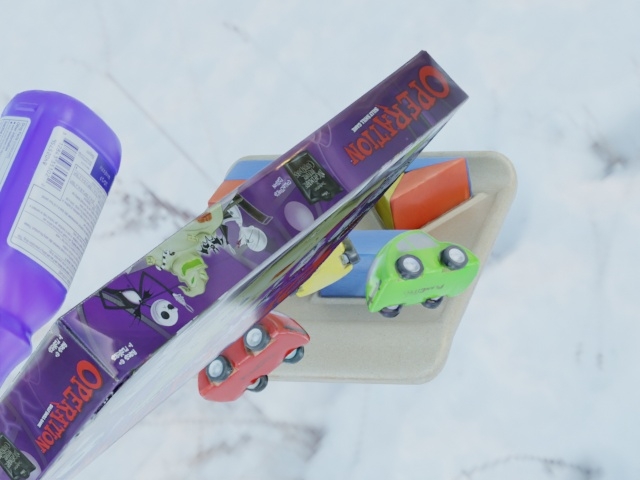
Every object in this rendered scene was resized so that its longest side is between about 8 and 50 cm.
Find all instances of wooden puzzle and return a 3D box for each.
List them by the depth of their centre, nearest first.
[{"bbox_3d":[0.000,0.000,1.616,0.322,0.080,0.348,0,33,19],"label":"wooden puzzle"}]

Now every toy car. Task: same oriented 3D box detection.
[{"bbox_3d":[0.022,0.031,1.339,0.053,0.225,0.239,63,146,29],"label":"toy car"}]

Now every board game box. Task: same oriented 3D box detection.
[{"bbox_3d":[-0.063,0.030,0.957,0.347,0.056,0.208,-40,-2,-46],"label":"board game box"}]

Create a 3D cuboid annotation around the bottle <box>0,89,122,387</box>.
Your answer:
[{"bbox_3d":[-0.262,0.015,1.433,0.092,0.118,0.283,7,67,30],"label":"bottle"}]
